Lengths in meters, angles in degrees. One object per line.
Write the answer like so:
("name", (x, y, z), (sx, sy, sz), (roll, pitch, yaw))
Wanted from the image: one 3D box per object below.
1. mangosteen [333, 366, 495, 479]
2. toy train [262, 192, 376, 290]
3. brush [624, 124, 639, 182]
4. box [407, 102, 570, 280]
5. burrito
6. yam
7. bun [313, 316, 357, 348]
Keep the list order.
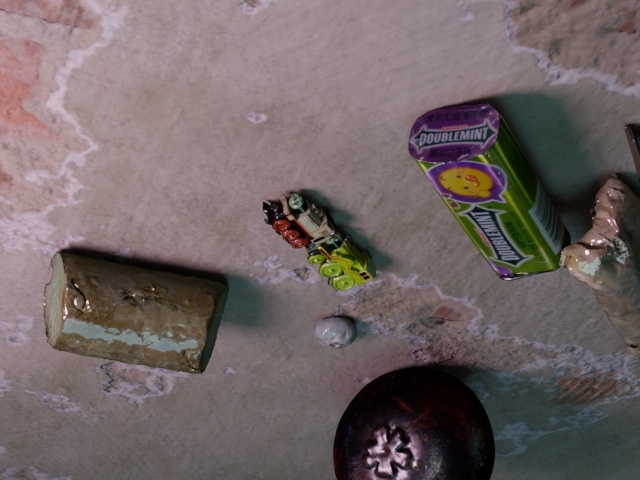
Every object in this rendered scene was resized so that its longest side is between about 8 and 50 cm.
("mangosteen", (0.182, 0.393, 2.256), (0.330, 0.330, 0.330), (-1, 147, -1))
("toy train", (0.000, 0.000, 1.859), (0.085, 0.053, 0.250), (-25, 141, 18))
("brush", (0.471, -0.107, 1.738), (0.027, 0.034, 0.190), (-26, 142, 7))
("box", (0.250, -0.061, 1.727), (0.134, 0.097, 0.345), (-6, 149, 26))
("burrito", (0.486, 0.043, 1.866), (0.175, 0.107, 0.348), (-46, 136, -1))
("yam", (-0.291, 0.120, 1.932), (0.304, 0.168, 0.168), (12, 144, -18))
("bun", (0.027, 0.166, 2.119), (0.083, 0.045, 0.083), (2, 150, 1))
